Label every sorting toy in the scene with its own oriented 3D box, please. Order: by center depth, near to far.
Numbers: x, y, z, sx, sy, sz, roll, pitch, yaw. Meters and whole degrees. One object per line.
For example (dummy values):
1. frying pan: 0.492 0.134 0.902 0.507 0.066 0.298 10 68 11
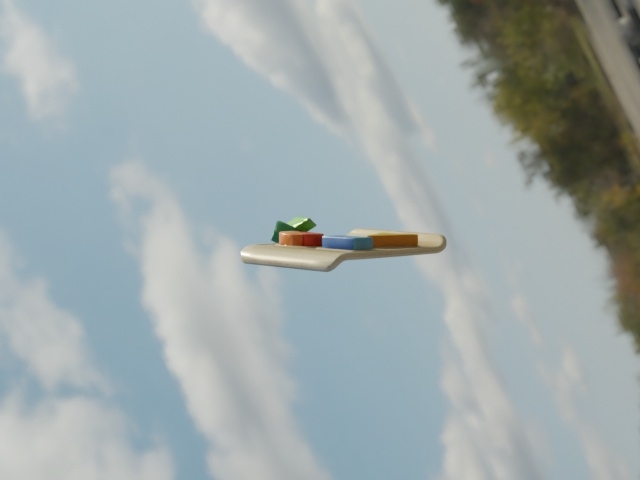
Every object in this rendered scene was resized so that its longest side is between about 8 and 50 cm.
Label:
1. sorting toy: 0.000 0.000 0.614 0.062 0.083 0.012 -10 -80 -41
